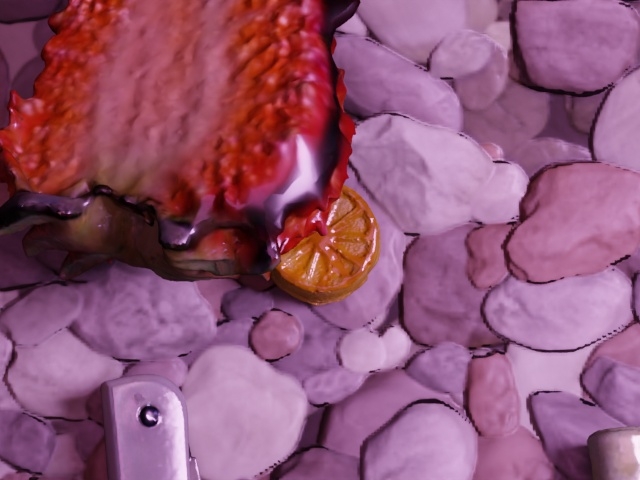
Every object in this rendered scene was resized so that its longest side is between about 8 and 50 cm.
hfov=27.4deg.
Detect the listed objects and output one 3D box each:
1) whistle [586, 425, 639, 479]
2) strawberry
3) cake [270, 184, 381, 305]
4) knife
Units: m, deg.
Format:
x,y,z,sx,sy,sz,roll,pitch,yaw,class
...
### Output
x,y,z,sx,sy,sz,roll,pitch,yaw,class
0.208,0.248,0.828,0.126,0.067,0.258,-4,75,-2,whistle
-0.074,-0.099,0.880,0.233,0.138,0.306,4,57,18,strawberry
0.000,0.000,0.896,0.084,0.044,0.084,0,78,1,cake
-0.096,0.218,0.851,0.073,0.040,0.266,-8,77,-13,knife
